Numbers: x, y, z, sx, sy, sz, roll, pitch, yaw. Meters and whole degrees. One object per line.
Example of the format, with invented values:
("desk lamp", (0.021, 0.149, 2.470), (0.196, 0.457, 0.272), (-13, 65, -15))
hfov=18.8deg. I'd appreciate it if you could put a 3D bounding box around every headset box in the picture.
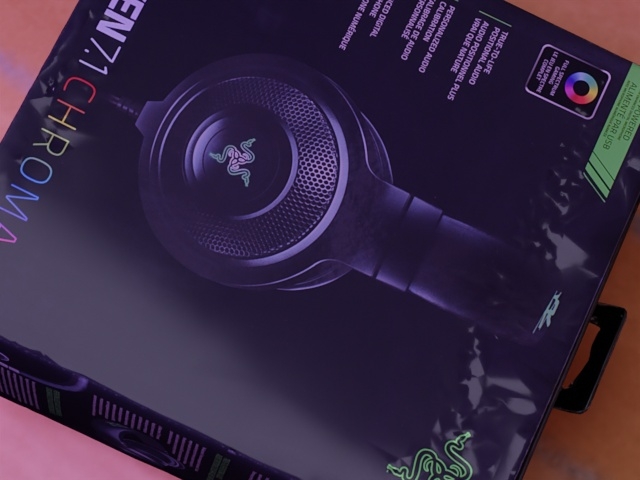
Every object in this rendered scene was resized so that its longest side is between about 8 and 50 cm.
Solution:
("headset box", (0.000, 0.000, 0.889), (0.283, 0.131, 0.246), (26, 73, 1))
